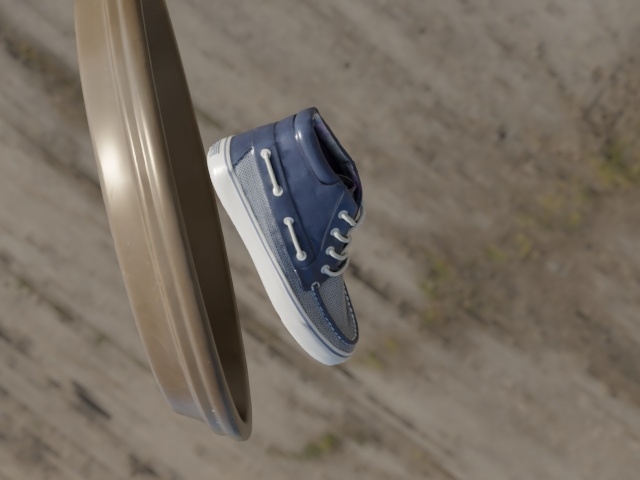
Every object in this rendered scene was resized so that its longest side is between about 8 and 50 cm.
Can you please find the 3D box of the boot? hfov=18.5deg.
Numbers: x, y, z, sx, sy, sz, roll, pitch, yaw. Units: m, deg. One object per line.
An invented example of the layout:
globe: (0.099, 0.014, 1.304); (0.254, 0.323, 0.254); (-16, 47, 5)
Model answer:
boot: (0.000, 0.000, 1.388); (0.086, 0.069, 0.190); (-20, 114, 23)

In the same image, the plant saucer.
plant saucer: (-0.084, -0.025, 1.050); (0.278, 0.041, 0.278); (-13, -90, -90)
